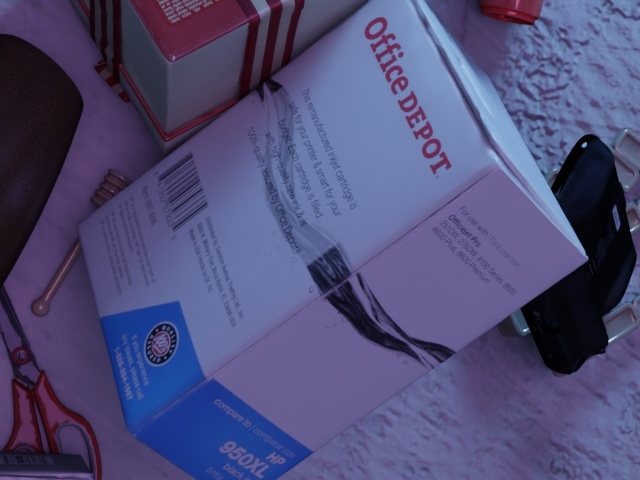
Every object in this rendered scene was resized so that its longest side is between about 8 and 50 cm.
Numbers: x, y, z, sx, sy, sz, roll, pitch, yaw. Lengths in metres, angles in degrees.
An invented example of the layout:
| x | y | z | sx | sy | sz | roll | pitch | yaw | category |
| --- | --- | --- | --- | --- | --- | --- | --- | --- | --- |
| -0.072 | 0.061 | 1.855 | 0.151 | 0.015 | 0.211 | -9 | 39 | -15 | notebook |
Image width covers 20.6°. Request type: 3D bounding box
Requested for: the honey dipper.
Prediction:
| x | y | z | sx | sy | sz | roll | pitch | yaw | category |
| --- | --- | --- | --- | --- | --- | --- | --- | --- | --- |
| -0.237 | 0.004 | 1.722 | 0.030 | 0.030 | 0.160 | 33 | 86 | -13 | honey dipper |

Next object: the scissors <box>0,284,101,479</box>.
| x | y | z | sx | sy | sz | roll | pitch | yaw | category |
| --- | --- | --- | --- | --- | --- | --- | --- | --- | --- |
| -0.279 | 0.127 | 1.723 | 0.109 | 0.021 | 0.297 | -6 | 92 | -12 | scissors |

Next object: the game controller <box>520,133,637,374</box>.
| x | y | z | sx | sy | sz | roll | pitch | yaw | category |
| --- | --- | --- | --- | --- | --- | --- | --- | --- | --- |
| 0.247 | 0.020 | 1.690 | 0.067 | 0.319 | 0.166 | 15 | 74 | 19 | game controller |

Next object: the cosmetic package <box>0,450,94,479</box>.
| x | y | z | sx | sy | sz | roll | pitch | yaw | category |
| --- | --- | --- | --- | --- | --- | --- | --- | --- | --- |
| -0.291 | 0.324 | 1.672 | 0.127 | 0.107 | 0.238 | 3 | 95 | -16 | cosmetic package |

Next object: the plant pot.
| x | y | z | sx | sy | sz | roll | pitch | yaw | category |
| --- | --- | --- | --- | --- | --- | --- | --- | --- | --- |
| -0.329 | -0.072 | 1.621 | 0.215 | 0.215 | 0.230 | 43 | 67 | -12 | plant pot |

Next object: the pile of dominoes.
| x | y | z | sx | sy | sz | roll | pitch | yaw | category |
| --- | --- | --- | --- | --- | --- | --- | --- | --- | --- |
| 0.284 | 0.009 | 1.864 | 0.251 | 0.040 | 0.196 | -30 | 99 | -20 | pile of dominoes |

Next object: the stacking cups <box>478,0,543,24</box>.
| x | y | z | sx | sy | sz | roll | pitch | yaw | category |
| --- | --- | --- | --- | --- | --- | --- | --- | --- | --- |
| 0.220 | -0.382 | 1.798 | 0.096 | 0.096 | 0.316 | 16 | 91 | -14 | stacking cups |

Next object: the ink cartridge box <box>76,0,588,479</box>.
| x | y | z | sx | sy | sz | roll | pitch | yaw | category |
| --- | --- | --- | --- | --- | --- | --- | --- | --- | --- |
| 0.000 | 0.000 | 1.569 | 0.395 | 0.285 | 0.166 | -36 | 132 | 14 | ink cartridge box |

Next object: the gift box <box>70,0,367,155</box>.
| x | y | z | sx | sy | sz | roll | pitch | yaw | category |
| --- | --- | --- | --- | --- | --- | --- | --- | --- | --- |
| -0.104 | -0.269 | 1.636 | 0.255 | 0.258 | 0.276 | -24 | 76 | -13 | gift box |
